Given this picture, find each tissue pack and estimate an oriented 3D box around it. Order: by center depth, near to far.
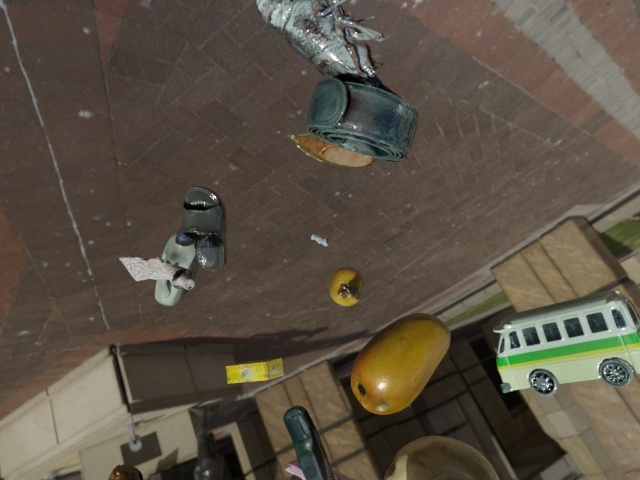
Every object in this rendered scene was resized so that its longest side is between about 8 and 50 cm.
[{"bbox_3d":[-0.222,0.438,1.486,0.176,0.062,0.095,-16,166,30],"label":"tissue pack"}]

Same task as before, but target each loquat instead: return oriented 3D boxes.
[{"bbox_3d":[0.101,0.175,1.681,0.163,0.137,0.163,-60,179,-1],"label":"loquat"}]

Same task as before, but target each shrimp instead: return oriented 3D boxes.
[{"bbox_3d":[0.038,-0.397,0.839,0.137,0.372,0.172,-59,180,-28],"label":"shrimp"}]

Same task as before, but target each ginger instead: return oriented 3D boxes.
[{"bbox_3d":[-0.539,0.756,1.241,0.107,0.309,0.133,-27,129,-19],"label":"ginger"}]

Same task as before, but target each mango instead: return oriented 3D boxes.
[{"bbox_3d":[0.216,0.310,1.150,0.317,0.173,0.211,-38,133,-19],"label":"mango"}]

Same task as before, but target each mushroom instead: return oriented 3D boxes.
[{"bbox_3d":[0.337,0.678,1.106,0.315,0.356,0.315,-13,110,-40],"label":"mushroom"}]

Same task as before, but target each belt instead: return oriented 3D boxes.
[{"bbox_3d":[0.077,-0.226,0.829,0.267,0.207,0.116,-5,111,-76],"label":"belt"}]

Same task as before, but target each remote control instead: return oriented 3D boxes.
[{"bbox_3d":[-0.025,0.501,1.035,0.072,0.222,0.042,-33,162,27],"label":"remote control"}]

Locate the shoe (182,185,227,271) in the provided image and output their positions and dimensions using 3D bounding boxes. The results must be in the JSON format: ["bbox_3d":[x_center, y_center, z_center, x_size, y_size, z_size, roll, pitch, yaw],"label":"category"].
[{"bbox_3d":[-0.312,-0.022,1.178,0.108,0.241,0.093,0,-161,13],"label":"shoe"}]

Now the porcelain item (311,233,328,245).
[{"bbox_3d":[0.000,0.000,1.816,0.028,0.083,0.036,-52,148,-17],"label":"porcelain item"}]

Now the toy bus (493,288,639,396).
[{"bbox_3d":[0.491,0.207,0.882,0.276,0.164,0.134,-24,166,38],"label":"toy bus"}]

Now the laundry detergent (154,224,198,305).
[{"bbox_3d":[-0.468,0.070,1.459,0.280,0.105,0.214,-64,-179,45],"label":"laundry detergent"}]

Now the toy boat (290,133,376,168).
[{"bbox_3d":[0.043,-0.286,1.376,0.293,0.099,0.108,10,122,3],"label":"toy boat"}]

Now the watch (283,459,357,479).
[{"bbox_3d":[-0.026,0.803,1.336,0.248,0.217,0.211,27,157,-15],"label":"watch"}]

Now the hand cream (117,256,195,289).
[{"bbox_3d":[-0.379,0.076,1.032,0.050,0.257,0.084,-52,132,-35],"label":"hand cream"}]
